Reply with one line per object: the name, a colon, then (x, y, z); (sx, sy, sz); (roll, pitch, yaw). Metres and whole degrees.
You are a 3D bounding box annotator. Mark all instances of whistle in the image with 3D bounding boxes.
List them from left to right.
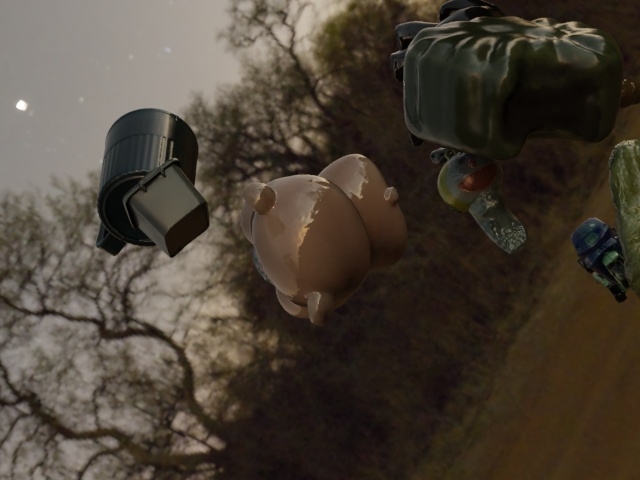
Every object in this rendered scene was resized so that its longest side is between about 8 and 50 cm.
whistle: (0.287, -0.077, 1.666); (0.123, 0.223, 0.123); (-29, -19, -11)

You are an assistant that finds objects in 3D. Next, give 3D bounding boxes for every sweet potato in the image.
sweet potato: (0.648, -0.317, 2.051); (0.274, 0.067, 0.067); (-8, -48, -49)

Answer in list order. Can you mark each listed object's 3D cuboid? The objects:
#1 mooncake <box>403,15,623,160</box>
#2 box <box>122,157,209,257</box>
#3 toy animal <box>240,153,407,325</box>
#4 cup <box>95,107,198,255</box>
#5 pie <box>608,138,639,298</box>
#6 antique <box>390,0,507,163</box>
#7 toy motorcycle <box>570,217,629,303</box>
mooncake: (0.307, -0.260, 1.545); (0.351, 0.351, 0.187); (-56, -36, -62)
box: (-0.182, -0.035, 1.145); (0.084, 0.069, 0.122); (-40, -11, -14)
toy animal: (0.014, -0.009, 1.334); (0.221, 0.210, 0.229); (-28, -3, -8)
cup: (-0.456, -0.143, 2.366); (0.292, 0.308, 0.242); (-100, -14, -54)
pie: (0.555, -0.036, 1.638); (0.277, 0.078, 0.277); (42, -138, -54)
antique: (0.292, -0.332, 1.928); (0.185, 0.255, 0.322); (-6, -96, -70)
toy motorcycle: (0.650, 0.039, 2.134); (0.125, 0.196, 0.331); (-43, -9, 12)
